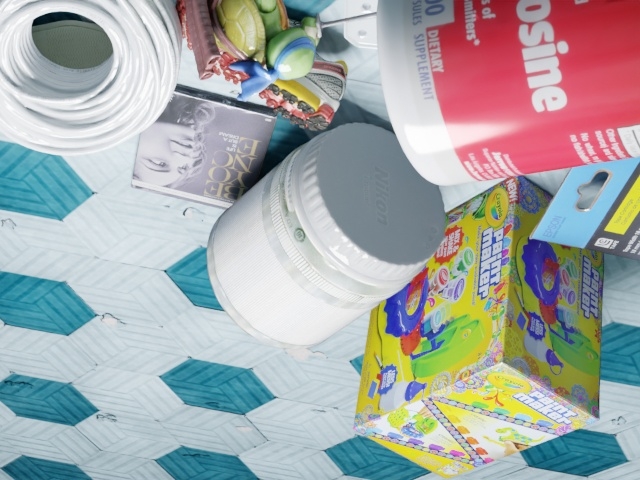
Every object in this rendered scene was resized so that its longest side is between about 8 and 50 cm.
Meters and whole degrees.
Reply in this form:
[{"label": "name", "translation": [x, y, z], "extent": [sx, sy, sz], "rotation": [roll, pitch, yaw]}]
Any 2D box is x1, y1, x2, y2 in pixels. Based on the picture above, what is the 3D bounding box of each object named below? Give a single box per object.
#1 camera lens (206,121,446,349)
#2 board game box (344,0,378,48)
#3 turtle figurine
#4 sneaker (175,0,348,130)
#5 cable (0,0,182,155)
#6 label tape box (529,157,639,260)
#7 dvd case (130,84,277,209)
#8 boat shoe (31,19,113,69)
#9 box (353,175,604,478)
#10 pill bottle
[{"label": "camera lens", "translation": [0.000, 0.000, 1.756], "extent": [0.219, 0.219, 0.274], "rotation": [26, 142, -23]}, {"label": "board game box", "translation": [0.221, -0.328, 1.387], "extent": [0.389, 0.050, 0.390], "rotation": [6, 145, 5]}, {"label": "turtle figurine", "translation": [-0.053, -0.287, 1.414], "extent": [0.266, 0.275, 0.198], "rotation": [39, -175, 25]}, {"label": "sneaker", "translation": [-0.069, -0.222, 1.590], "extent": [0.225, 0.093, 0.088], "rotation": [34, 160, -9]}, {"label": "cable", "translation": [-0.286, -0.223, 1.553], "extent": [0.257, 0.089, 0.257], "rotation": [-36, 118, 22]}, {"label": "label tape box", "translation": [0.448, -0.070, 1.648], "extent": [0.333, 0.106, 0.241], "rotation": [13, 145, -5]}, {"label": "dvd case", "translation": [-0.156, -0.118, 1.803], "extent": [0.164, 0.018, 0.221], "rotation": [13, 145, -6]}, {"label": "boat shoe", "translation": [-0.320, -0.222, 1.664], "extent": [0.233, 0.084, 0.079], "rotation": [2, -177, -1]}, {"label": "box", "translation": [0.213, 0.118, 1.813], "extent": [0.177, 0.290, 0.279], "rotation": [31, 139, -27]}, {"label": "pill bottle", "translation": [0.275, -0.189, 1.254], "extent": [0.407, 0.229, 0.229], "rotation": [-9, 141, 22]}]
